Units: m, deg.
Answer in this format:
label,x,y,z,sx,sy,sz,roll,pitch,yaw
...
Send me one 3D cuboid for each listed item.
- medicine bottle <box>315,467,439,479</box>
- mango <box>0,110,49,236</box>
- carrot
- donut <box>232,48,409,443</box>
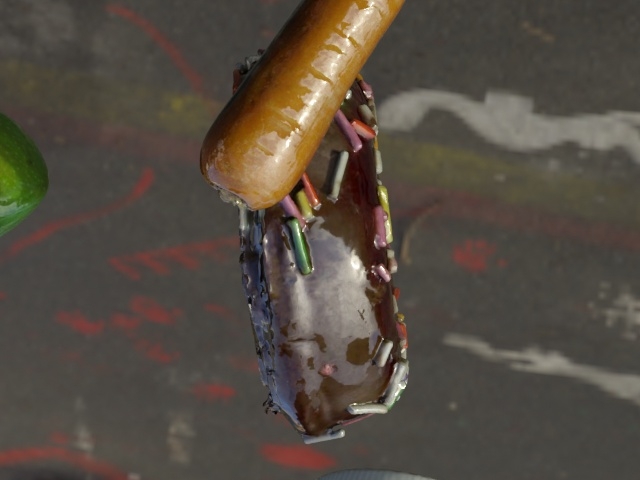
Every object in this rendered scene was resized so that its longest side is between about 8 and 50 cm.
label,x,y,z,sx,sy,sz,roll,pitch,yaw
medicine bottle,0.035,0.342,1.216,0.245,0.306,0.245,16,148,10
mango,-0.402,-0.024,1.331,0.382,0.225,0.201,-12,117,-13
carrot,0.019,-0.092,0.611,0.037,0.190,0.037,35,176,3
donut,0.000,0.000,1.149,0.103,0.269,0.269,-6,156,3
